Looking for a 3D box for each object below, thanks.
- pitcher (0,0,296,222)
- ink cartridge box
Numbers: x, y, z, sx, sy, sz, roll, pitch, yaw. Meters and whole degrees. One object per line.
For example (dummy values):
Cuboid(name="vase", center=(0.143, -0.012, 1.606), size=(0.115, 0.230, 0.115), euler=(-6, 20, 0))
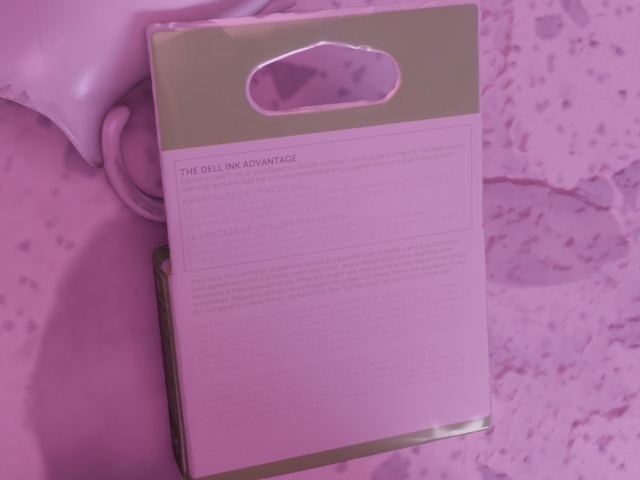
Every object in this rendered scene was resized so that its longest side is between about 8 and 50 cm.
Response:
Cuboid(name="pitcher", center=(-0.071, -0.124, 0.543), size=(0.207, 0.125, 0.178), euler=(-50, 123, 0))
Cuboid(name="ink cartridge box", center=(0.000, 0.000, 0.563), size=(0.171, 0.056, 0.235), euler=(-9, 105, -16))
